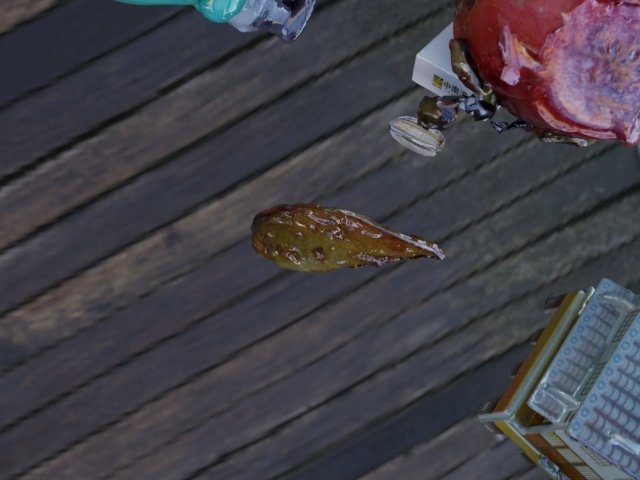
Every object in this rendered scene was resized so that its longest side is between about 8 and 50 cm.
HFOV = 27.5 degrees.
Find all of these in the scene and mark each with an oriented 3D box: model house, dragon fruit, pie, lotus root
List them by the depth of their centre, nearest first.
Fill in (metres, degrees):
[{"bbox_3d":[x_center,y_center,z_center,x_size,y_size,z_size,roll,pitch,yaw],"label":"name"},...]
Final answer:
[{"bbox_3d":[0.000,-0.001,1.066,0.088,0.191,0.033,47,53,-40],"label":"pie"},{"bbox_3d":[0.231,-0.230,1.194,0.250,0.291,0.269,9,129,-20],"label":"dragon fruit"},{"bbox_3d":[0.312,0.165,1.329,0.198,0.215,0.224,43,65,-10],"label":"model house"},{"bbox_3d":[0.134,-0.144,1.805,0.037,0.083,0.030,-52,160,-22],"label":"lotus root"}]

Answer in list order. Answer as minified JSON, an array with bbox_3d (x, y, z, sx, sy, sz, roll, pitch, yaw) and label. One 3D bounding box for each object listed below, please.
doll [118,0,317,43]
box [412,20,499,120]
[{"bbox_3d":[-0.125,-0.253,0.996,0.258,0.195,0.153,7,119,-48],"label":"doll"},{"bbox_3d":[0.286,-0.322,2.221,0.243,0.155,0.067,-43,154,-31],"label":"box"}]
